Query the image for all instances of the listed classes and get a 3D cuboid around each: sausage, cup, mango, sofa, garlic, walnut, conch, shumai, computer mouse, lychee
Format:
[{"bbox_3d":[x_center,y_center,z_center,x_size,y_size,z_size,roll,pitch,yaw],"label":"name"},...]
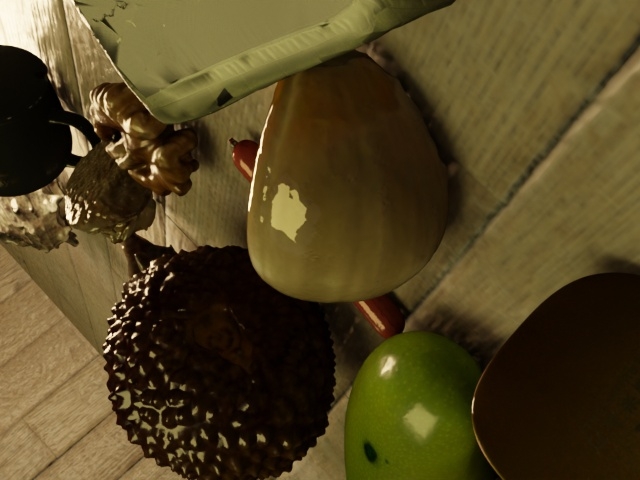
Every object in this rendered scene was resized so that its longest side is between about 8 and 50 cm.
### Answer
[{"bbox_3d":[0.000,0.000,0.814,0.253,0.034,0.034,50,158,-1],"label":"sausage"},{"bbox_3d":[-0.409,-0.161,1.199,0.223,0.169,0.176,10,142,3],"label":"cup"},{"bbox_3d":[0.094,0.191,0.803,0.175,0.143,0.293,56,160,39],"label":"mango"},{"bbox_3d":[-0.035,-0.201,0.497,0.225,0.176,0.210,-18,114,36],"label":"sofa"},{"bbox_3d":[0.011,-0.031,0.654,0.245,0.145,0.164,100,158,-64],"label":"garlic"},{"bbox_3d":[-0.186,-0.113,0.938,0.143,0.069,0.170,55,159,-18],"label":"walnut"},{"bbox_3d":[-0.538,-0.067,1.582,0.240,0.186,0.313,46,140,-15],"label":"conch"},{"bbox_3d":[-0.262,-0.055,1.148,0.145,0.145,0.116,26,170,45],"label":"shumai"},{"bbox_3d":[0.227,0.143,0.463,0.310,0.158,0.072,40,170,22],"label":"computer mouse"},{"bbox_3d":[-0.110,0.144,0.963,0.267,0.267,0.267,40,157,22],"label":"lychee"}]

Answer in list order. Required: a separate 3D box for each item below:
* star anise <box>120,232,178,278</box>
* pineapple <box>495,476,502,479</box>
[{"bbox_3d":[-0.163,0.119,1.223,0.292,0.109,0.349,48,175,-40],"label":"star anise"},{"bbox_3d":[0.179,0.175,0.668,0.125,0.125,0.251,33,148,35],"label":"pineapple"}]
